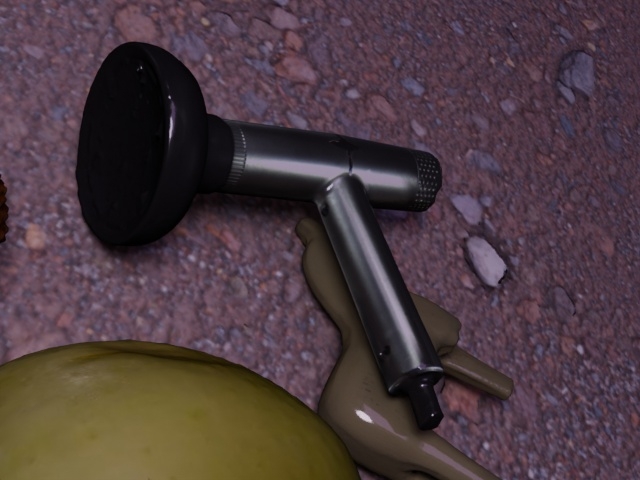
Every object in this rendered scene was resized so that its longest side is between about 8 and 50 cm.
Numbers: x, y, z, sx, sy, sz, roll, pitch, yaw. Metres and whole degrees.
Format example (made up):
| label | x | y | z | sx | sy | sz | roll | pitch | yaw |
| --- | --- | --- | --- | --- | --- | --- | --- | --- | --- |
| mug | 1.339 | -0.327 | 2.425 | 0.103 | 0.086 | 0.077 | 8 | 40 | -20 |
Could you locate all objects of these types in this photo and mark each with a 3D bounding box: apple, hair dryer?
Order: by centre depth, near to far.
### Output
| label | x | y | z | sx | sy | sz | roll | pitch | yaw |
| --- | --- | --- | --- | --- | --- | --- | --- | --- | --- |
| apple | -0.091 | 0.188 | 0.598 | 0.258 | 0.233 | 0.295 | -3 | 61 | -35 |
| hair dryer | -0.006 | -0.012 | 0.829 | 0.320 | 0.156 | 0.284 | 11 | 32 | -29 |

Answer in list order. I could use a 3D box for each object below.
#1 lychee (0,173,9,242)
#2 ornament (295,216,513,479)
| label | x | y | z | sx | sy | sz | roll | pitch | yaw |
| --- | --- | --- | --- | --- | --- | --- | --- | --- | --- |
| lychee | -0.268 | -0.013 | 0.705 | 0.123 | 0.123 | 0.129 | -4 | 97 | -39 |
| ornament | 0.063 | 0.093 | 0.909 | 0.245 | 0.061 | 0.230 | 31 | 43 | -5 |
